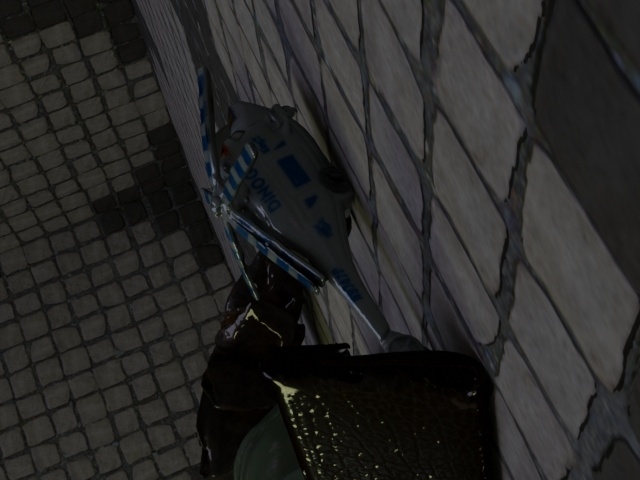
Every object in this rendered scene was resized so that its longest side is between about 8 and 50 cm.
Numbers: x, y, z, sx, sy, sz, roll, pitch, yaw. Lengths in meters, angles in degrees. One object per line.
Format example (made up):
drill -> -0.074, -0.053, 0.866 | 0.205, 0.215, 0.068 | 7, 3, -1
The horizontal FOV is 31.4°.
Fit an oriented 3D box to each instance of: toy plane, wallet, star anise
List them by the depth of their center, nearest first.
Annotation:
wallet -> 0.050, 0.147, 0.742 | 0.243, 0.133, 0.039 | 75, -158, -47
toy plane -> 0.002, -0.005, 0.807 | 0.273, 0.107, 0.182 | 42, 149, 42
star anise -> -0.087, 0.161, 1.496 | 0.332, 0.118, 0.331 | -169, 90, -89

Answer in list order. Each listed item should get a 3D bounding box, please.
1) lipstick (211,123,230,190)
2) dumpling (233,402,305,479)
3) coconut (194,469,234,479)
lipstick -> -0.090, -0.073, 1.287 | 0.254, 0.070, 0.070 | 120, 128, -82
dumpling -> 0.021, 0.251, 0.987 | 0.320, 0.212, 0.270 | 59, -144, -36
coconut -> -0.037, 0.419, 1.555 | 0.297, 0.297, 0.254 | 118, 138, -81
